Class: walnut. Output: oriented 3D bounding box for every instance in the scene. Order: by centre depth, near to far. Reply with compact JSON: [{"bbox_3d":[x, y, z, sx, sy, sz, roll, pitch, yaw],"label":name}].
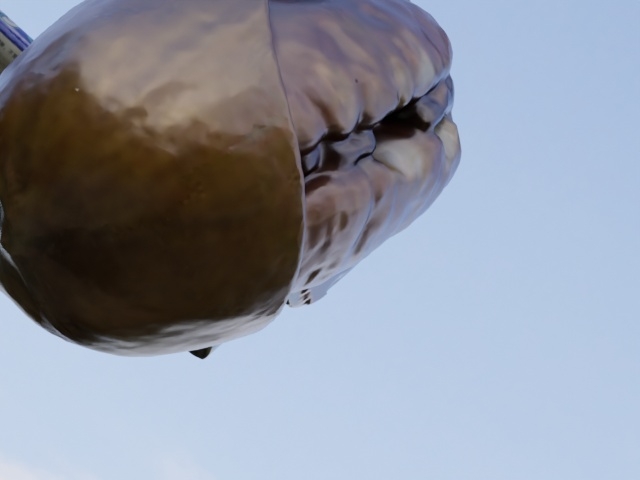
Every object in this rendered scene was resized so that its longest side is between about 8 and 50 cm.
[{"bbox_3d":[-0.023,-0.031,0.567,0.115,0.207,0.116,8,-71,23],"label":"walnut"}]

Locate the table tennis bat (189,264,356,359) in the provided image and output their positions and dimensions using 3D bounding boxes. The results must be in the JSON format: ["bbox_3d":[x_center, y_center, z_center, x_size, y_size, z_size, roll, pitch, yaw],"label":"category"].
[{"bbox_3d":[0.000,0.000,1.191,0.022,0.234,0.131,36,-40,19],"label":"table tennis bat"}]

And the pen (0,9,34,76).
[{"bbox_3d":[-0.183,-0.125,0.911,0.204,0.025,0.025,43,-35,-6],"label":"pen"}]
